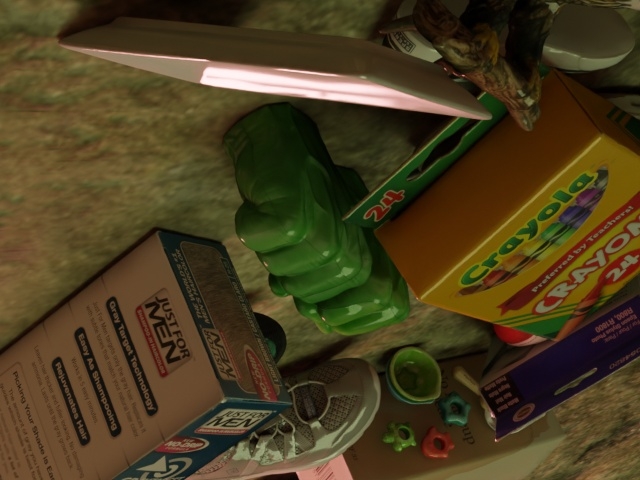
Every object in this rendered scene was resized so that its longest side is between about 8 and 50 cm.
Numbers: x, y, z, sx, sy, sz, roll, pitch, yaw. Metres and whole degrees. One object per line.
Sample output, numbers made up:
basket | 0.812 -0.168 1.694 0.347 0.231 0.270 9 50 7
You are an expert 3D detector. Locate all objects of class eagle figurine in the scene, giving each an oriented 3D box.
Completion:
eagle figurine | 0.188 -0.223 1.066 0.298 0.225 0.226 -58 -165 3

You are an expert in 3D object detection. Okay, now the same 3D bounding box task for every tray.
tray | -0.032 -0.117 1.037 0.270 0.030 0.145 11 -178 39

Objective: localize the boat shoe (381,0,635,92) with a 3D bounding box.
boat shoe | 0.144 -0.154 1.249 0.219 0.078 0.070 -2 148 -25

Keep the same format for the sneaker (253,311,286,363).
sneaker | -0.136 0.129 1.582 0.223 0.083 0.098 -23 177 6

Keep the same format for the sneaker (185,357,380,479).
sneaker | -0.065 0.209 1.745 0.281 0.105 0.115 -27 156 6

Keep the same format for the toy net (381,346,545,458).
toy net | 0.179 0.199 1.879 0.232 0.122 0.045 8 150 -24

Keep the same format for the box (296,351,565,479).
box | 0.128 0.240 1.942 0.311 0.148 0.121 -11 152 -31

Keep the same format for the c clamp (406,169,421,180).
c clamp | 0.107 -0.030 1.520 0.160 0.022 0.137 -3 149 -40

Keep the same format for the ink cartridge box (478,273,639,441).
ink cartridge box | 0.284 0.113 1.807 0.223 0.045 0.224 -34 -169 20

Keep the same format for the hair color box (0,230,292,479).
hair color box | -0.206 0.160 1.431 0.347 0.174 0.105 -36 154 25

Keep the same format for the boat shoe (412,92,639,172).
boat shoe | 0.215 -0.076 1.442 0.285 0.092 0.103 -6 150 -36

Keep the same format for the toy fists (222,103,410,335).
toy fists | 0.000 0.000 1.337 0.096 0.142 0.279 -28 155 7

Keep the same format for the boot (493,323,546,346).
boot | 0.184 0.052 1.708 0.176 0.088 0.244 -3 158 -13

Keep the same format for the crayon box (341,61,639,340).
crayon box | 0.184 -0.024 1.310 0.202 0.081 0.318 -43 149 20
